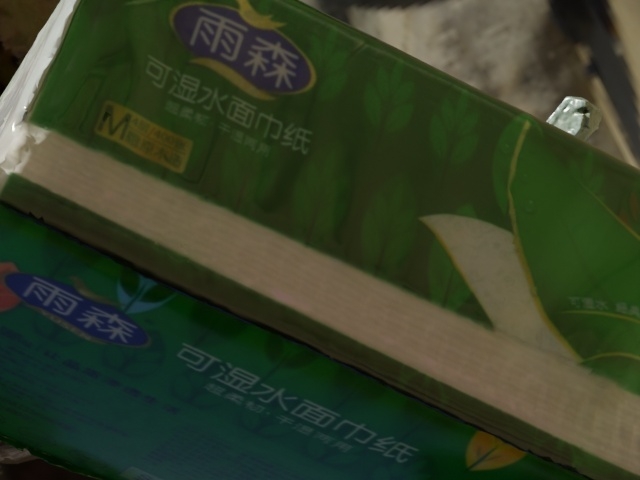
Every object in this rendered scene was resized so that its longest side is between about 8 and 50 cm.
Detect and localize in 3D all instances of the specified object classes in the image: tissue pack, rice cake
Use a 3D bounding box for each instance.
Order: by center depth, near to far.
[{"bbox_3d":[0.000,-0.001,0.528,0.209,0.148,0.156,26,-119,-14],"label":"tissue pack"},{"bbox_3d":[0.187,-0.041,1.735,0.042,0.245,0.045,44,-162,19],"label":"rice cake"}]

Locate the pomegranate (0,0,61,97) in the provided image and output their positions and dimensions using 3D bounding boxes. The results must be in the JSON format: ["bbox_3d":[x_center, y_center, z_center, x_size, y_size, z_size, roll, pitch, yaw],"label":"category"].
[{"bbox_3d":[-0.273,-0.150,1.269,0.286,0.231,0.231,31,180,14],"label":"pomegranate"}]

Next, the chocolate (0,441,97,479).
[{"bbox_3d":[-0.113,0.139,0.777,0.213,0.303,0.303,-4,121,51],"label":"chocolate"}]
